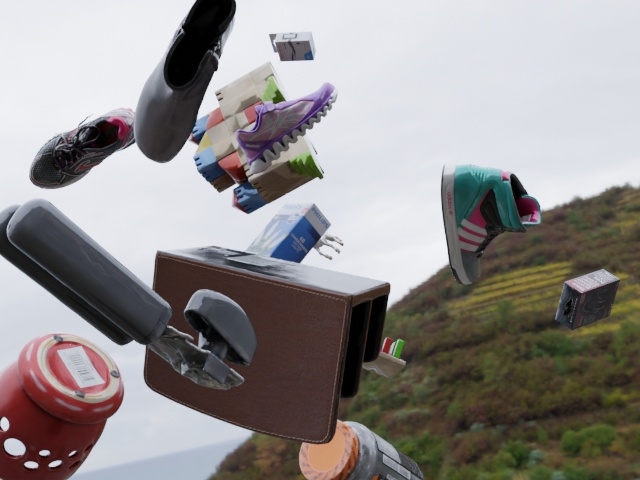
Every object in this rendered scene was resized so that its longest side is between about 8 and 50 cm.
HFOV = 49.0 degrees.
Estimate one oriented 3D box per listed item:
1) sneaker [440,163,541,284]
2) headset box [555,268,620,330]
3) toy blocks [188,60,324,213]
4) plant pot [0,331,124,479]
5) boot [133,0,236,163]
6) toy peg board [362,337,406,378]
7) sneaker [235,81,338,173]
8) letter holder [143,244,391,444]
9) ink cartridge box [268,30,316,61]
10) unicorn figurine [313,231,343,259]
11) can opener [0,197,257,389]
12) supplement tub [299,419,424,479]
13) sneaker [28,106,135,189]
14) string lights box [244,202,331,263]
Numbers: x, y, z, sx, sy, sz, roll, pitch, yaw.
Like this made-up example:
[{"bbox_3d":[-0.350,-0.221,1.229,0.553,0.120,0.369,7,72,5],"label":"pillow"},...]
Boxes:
[{"bbox_3d":[0.342,-0.029,1.381,0.178,0.124,0.296,0,-46,19],"label":"sneaker"},{"bbox_3d":[0.355,0.080,0.941,0.083,0.062,0.032,-14,33,-28],"label":"headset box"},{"bbox_3d":[-0.167,-0.215,1.567,0.261,0.381,0.191,-28,-33,7],"label":"toy blocks"},{"bbox_3d":[-0.413,0.250,1.074,0.191,0.191,0.174,7,-52,-53],"label":"plant pot"},{"bbox_3d":[-0.249,-0.278,1.215,0.118,0.338,0.223,20,14,-13],"label":"boot"},{"bbox_3d":[0.163,0.325,2.066,0.160,0.079,0.161,22,-27,-1],"label":"toy peg board"},{"bbox_3d":[-0.072,-0.240,1.376,0.236,0.104,0.095,-41,10,-2],"label":"sneaker"},{"bbox_3d":[-0.079,0.141,0.995,0.301,0.214,0.152,11,7,23],"label":"letter holder"},{"bbox_3d":[-0.054,-0.359,1.303,0.083,0.028,0.048,1,-35,14],"label":"ink cartridge box"},{"bbox_3d":[0.000,0.000,1.844,0.060,0.111,0.162,-57,-9,3],"label":"unicorn figurine"},{"bbox_3d":[-0.167,0.049,0.658,0.076,0.095,0.283,-8,-45,41],"label":"can opener"},{"bbox_3d":[0.101,0.563,1.698,0.193,0.194,0.316,-21,-45,31],"label":"supplement tub"},{"bbox_3d":[-0.562,-0.219,1.640,0.299,0.121,0.112,-31,11,10],"label":"sneaker"},{"bbox_3d":[-0.104,0.028,1.654,0.077,0.260,0.133,49,-24,-26],"label":"string lights box"}]
